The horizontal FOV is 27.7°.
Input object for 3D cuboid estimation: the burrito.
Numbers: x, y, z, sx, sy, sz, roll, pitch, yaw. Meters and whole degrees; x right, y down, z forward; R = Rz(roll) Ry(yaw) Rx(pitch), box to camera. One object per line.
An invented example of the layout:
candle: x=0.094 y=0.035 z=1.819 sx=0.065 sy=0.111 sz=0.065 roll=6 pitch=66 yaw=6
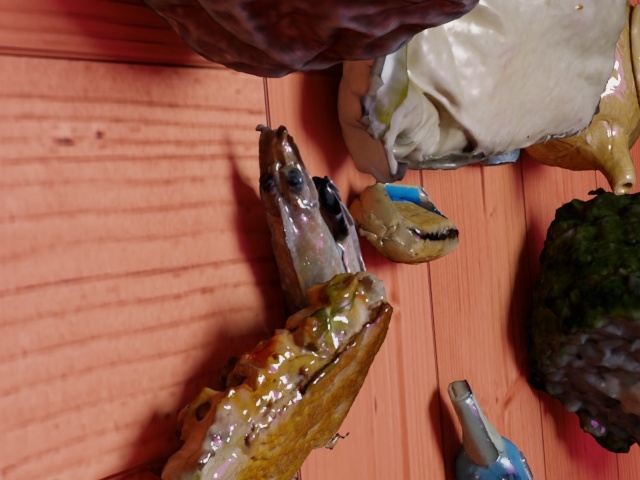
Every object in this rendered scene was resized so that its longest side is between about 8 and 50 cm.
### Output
burrito: x=0.116 y=-0.166 z=1.079 sx=0.332 sy=0.135 sz=0.190 roll=-16 pitch=130 yaw=-45

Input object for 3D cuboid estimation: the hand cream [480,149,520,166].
hand cream: x=0.159 y=-0.159 z=1.249 sx=0.095 sy=0.046 sz=0.175 roll=-6 pitch=86 yaw=-59

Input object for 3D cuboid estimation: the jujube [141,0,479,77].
jujube: x=0.012 y=-0.216 z=0.738 sx=0.226 sy=0.317 sz=0.226 roll=13 pitch=72 yaw=-46

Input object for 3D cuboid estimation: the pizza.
pizza: x=-0.036 y=0.110 z=0.852 sx=0.226 sy=0.069 sz=0.147 roll=-42 pitch=156 yaw=-35

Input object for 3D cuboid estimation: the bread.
bread: x=0.069 y=-0.011 z=1.059 sx=0.072 sy=0.053 sz=0.106 roll=51 pitch=22 yaw=18

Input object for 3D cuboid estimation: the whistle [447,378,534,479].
whistle: x=0.162 y=0.228 z=1.187 sx=0.114 sy=0.077 sz=0.236 roll=-100 pitch=165 yaw=-63

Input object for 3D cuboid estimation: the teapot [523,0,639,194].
teapot: x=0.288 y=-0.187 z=1.332 sx=0.203 sy=0.167 sz=0.311 roll=48 pitch=42 yaw=-57

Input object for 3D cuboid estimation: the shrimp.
shrimp: x=0.000 y=0.000 z=0.951 sx=0.126 sy=0.047 sz=0.223 roll=-69 pitch=149 yaw=-49

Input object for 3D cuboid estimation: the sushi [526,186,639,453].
sushi: x=0.395 y=0.092 z=1.328 sx=0.294 sy=0.352 sz=0.178 roll=59 pitch=37 yaw=-40
